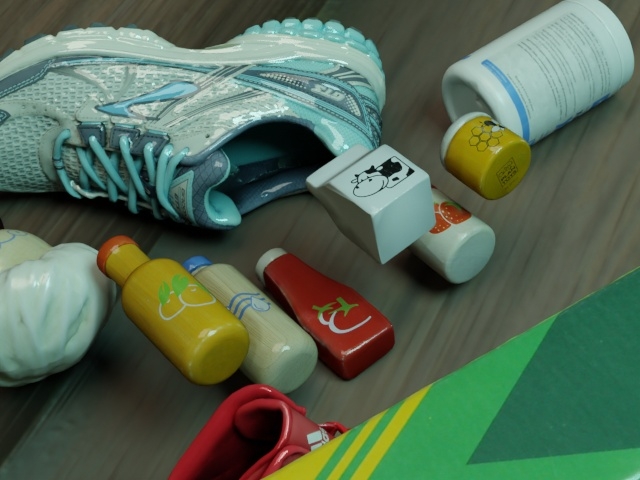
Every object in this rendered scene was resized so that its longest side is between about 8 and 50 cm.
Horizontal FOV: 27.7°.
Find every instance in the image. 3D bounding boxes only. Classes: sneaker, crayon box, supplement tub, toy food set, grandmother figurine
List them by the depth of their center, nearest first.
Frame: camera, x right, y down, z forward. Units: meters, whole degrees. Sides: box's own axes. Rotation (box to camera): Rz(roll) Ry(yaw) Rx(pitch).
[{"bbox_3d":[0.029,0.163,0.504,0.318,0.202,0.081,-28,48,-14],"label":"crayon box"},{"bbox_3d":[0.030,0.115,0.598,0.221,0.128,0.087,-21,46,-9],"label":"sneaker"},{"bbox_3d":[0.000,0.000,0.726,0.232,0.111,0.104,-36,51,-18],"label":"toy food set"},{"bbox_3d":[-0.277,0.008,0.781,0.342,0.104,0.208,13,45,23],"label":"grandmother figurine"},{"bbox_3d":[-0.097,-0.065,0.814,0.283,0.110,0.122,-9,49,3],"label":"sneaker"},{"bbox_3d":[0.138,-0.103,0.828,0.107,0.071,0.071,-30,48,-17],"label":"supplement tub"}]
